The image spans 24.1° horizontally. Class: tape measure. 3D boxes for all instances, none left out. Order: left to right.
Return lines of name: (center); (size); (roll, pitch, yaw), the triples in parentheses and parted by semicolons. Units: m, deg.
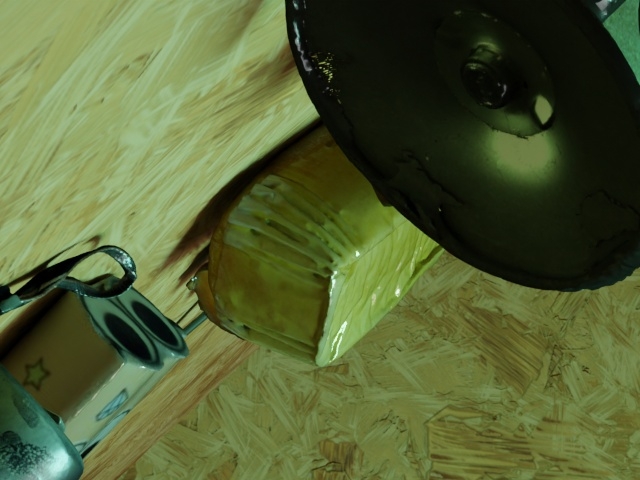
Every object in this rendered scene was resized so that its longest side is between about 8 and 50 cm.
tape measure: (-0.140, 0.069, 0.842); (0.180, 0.107, 0.104); (-41, 172, -31)

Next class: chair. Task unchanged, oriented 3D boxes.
chair: (0.192, -0.179, 0.791); (0.401, 0.226, 0.226); (-42, 175, -28)

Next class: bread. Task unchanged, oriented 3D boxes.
bread: (0.028, -0.021, 1.235); (0.288, 0.119, 0.152); (-41, 153, -46)

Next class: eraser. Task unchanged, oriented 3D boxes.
eraser: (-0.222, 0.155, 1.010); (0.290, 0.087, 0.171); (-45, 174, 8)

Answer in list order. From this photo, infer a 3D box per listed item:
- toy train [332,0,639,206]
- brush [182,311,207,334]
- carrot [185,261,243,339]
toy train: (0.137, -0.134, 0.980); (0.129, 0.159, 0.326); (-8, -158, 47)
brush: (-0.134, 0.082, 1.570); (0.266, 0.027, 0.062); (-42, 176, 21)
carrot: (-0.006, -0.012, 1.377); (0.263, 0.102, 0.102); (-45, 177, -34)
